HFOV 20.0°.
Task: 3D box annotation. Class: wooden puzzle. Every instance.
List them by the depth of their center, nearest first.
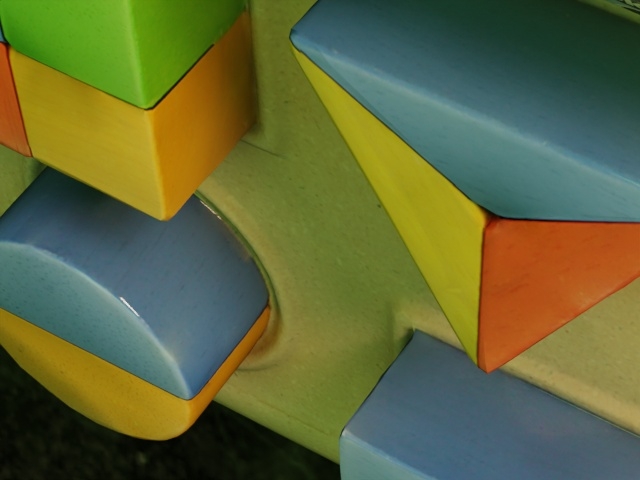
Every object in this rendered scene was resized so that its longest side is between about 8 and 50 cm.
[{"bbox_3d":[0.000,0.000,0.519,0.322,0.080,0.347,24,150,21],"label":"wooden puzzle"}]

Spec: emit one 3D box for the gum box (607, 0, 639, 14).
[{"bbox_3d":[0.107,-0.118,0.308,0.157,0.041,0.184,25,97,16],"label":"gum box"}]
